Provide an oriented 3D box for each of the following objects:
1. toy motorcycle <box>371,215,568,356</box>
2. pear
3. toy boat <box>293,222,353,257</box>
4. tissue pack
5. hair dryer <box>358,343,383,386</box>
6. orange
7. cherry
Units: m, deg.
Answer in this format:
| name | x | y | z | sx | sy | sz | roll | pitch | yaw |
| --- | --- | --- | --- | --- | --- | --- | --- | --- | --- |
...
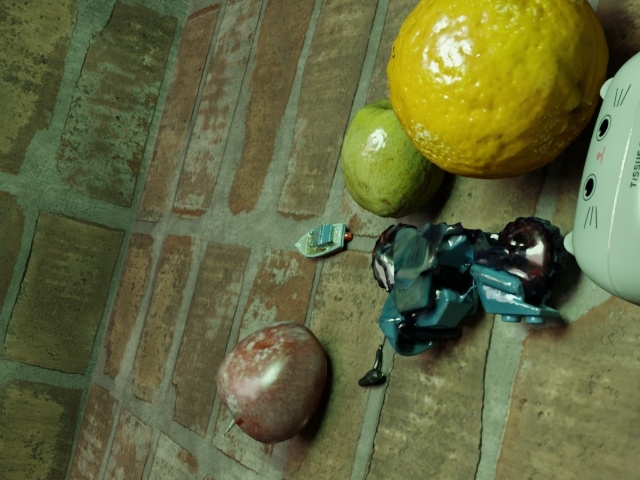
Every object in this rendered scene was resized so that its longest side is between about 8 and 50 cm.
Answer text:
| name | x | y | z | sx | sy | sz | roll | pitch | yaw |
| --- | --- | --- | --- | --- | --- | --- | --- | --- | --- |
| toy motorcycle | 0.227 | 0.081 | 1.540 | 0.416 | 0.172 | 0.232 | -3 | 80 | 50 |
| pear | 0.138 | -0.149 | 1.740 | 0.188 | 0.228 | 0.211 | 17 | 113 | 23 |
| toy boat | 0.000 | 0.000 | 2.045 | 0.173 | 0.059 | 0.069 | -16 | 62 | 56 |
| tissue pack | 0.449 | -0.074 | 1.144 | 0.236 | 0.229 | 0.333 | 9 | 83 | 60 |
| hair dryer | 0.102 | 0.240 | 1.797 | 0.079 | 0.031 | 0.083 | -36 | 32 | 60 |
| orange | 0.278 | -0.250 | 1.433 | 0.293 | 0.340 | 0.340 | 42 | 114 | 32 |
| cherry | -0.104 | 0.298 | 1.928 | 0.285 | 0.213 | 0.236 | -51 | 54 | 1 |
